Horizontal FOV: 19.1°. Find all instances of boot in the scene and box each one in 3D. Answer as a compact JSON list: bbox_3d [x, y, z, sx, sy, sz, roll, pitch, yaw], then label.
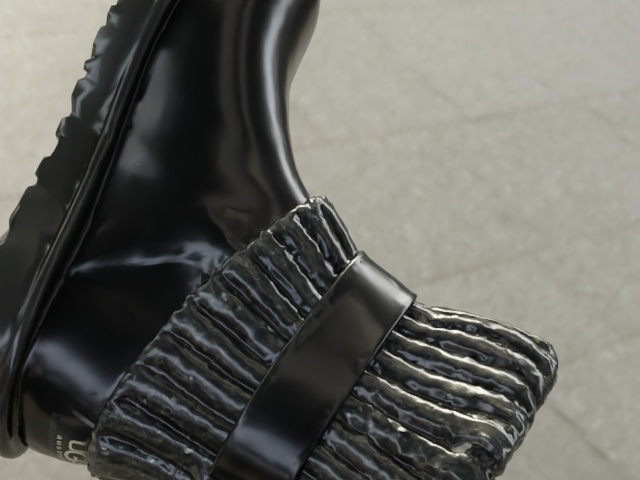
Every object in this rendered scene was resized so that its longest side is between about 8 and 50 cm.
[{"bbox_3d":[0.000,0.003,0.927,0.260,0.131,0.348,18,62,10],"label":"boot"}]
